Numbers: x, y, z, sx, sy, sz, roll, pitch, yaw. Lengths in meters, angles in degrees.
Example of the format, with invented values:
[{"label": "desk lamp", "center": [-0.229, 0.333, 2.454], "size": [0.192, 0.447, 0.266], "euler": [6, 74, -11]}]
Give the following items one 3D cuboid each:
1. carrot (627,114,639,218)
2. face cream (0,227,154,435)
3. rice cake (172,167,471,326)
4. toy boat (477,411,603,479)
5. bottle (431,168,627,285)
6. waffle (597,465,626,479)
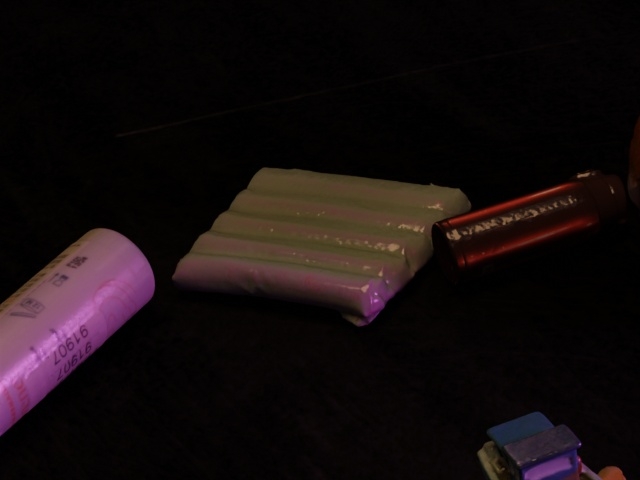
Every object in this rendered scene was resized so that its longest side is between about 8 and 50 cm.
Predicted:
[{"label": "carrot", "center": [0.379, -0.070, 1.391], "size": [0.307, 0.258, 0.100], "euler": [-15, 20, -16]}, {"label": "face cream", "center": [-0.243, 0.093, 1.471], "size": [0.082, 0.082, 0.269], "euler": [15, 43, 32]}, {"label": "rice cake", "center": [0.000, 0.000, 1.575], "size": [0.198, 0.037, 0.189], "euler": [13, 41, 29]}, {"label": "toy boat", "center": [0.156, 0.169, 1.182], "size": [0.069, 0.058, 0.173], "euler": [-17, 33, -12]}, {"label": "bottle", "center": [0.177, -0.014, 1.530], "size": [0.164, 0.060, 0.060], "euler": [-17, 35, -11]}, {"label": "waffle", "center": [0.150, 0.242, 1.177], "size": [0.250, 0.056, 0.261], "euler": [-14, 31, -6]}]
